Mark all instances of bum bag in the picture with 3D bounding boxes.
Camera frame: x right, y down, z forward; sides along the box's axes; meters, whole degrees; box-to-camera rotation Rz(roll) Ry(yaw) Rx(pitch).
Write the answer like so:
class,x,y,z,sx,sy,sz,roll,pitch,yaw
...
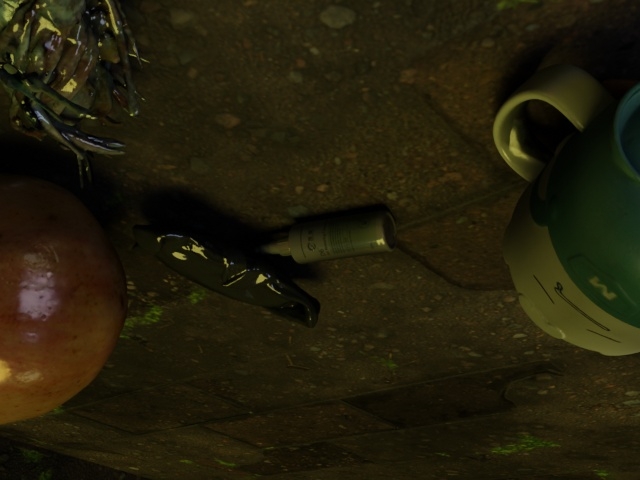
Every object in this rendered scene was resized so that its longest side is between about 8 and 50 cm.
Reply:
class,x,y,z,sx,sy,sz,roll,pitch,yaw
bum bag,-0.125,0.039,1.005,0.326,0.079,0.142,30,169,-33

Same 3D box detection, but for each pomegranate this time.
class,x,y,z,sx,sy,sz,roll,pitch,yaw
pomegranate,-0.422,0.071,0.885,0.338,0.338,0.338,5,149,3

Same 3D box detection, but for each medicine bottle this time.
class,x,y,z,sx,sy,sz,roll,pitch,yaw
medicine bottle,0.000,0.000,0.949,0.199,0.057,0.057,-7,147,25

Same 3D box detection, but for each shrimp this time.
class,x,y,z,sx,sy,sz,roll,pitch,yaw
shrimp,-0.234,-0.151,0.631,0.137,0.172,0.372,-3,141,6

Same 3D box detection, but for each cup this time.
class,x,y,z,sx,sy,sz,roll,pitch,yaw
cup,0.285,-0.039,0.660,0.289,0.219,0.257,46,169,11

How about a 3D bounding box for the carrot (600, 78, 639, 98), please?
class,x,y,z,sx,sy,sz,roll,pitch,yaw
carrot,0.370,-0.125,0.685,0.216,0.048,0.048,15,149,-5
